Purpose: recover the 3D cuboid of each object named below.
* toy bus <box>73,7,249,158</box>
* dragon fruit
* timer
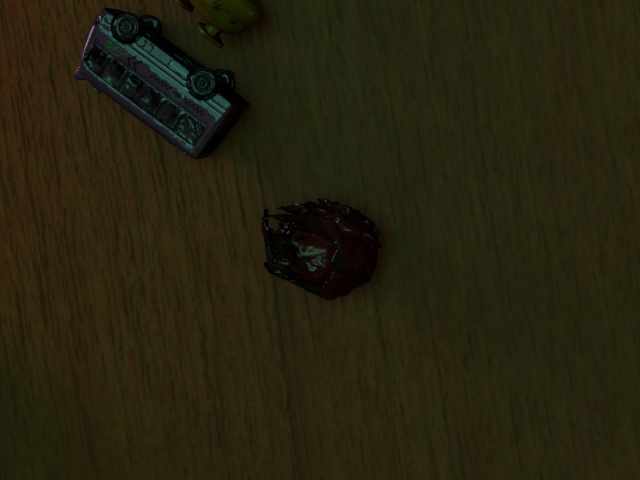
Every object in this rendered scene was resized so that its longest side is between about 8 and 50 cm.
[{"bbox_3d":[-0.189,-0.187,1.825,0.199,0.096,0.108,36,102,5],"label":"toy bus"},{"bbox_3d":[0.001,0.005,1.774,0.142,0.130,0.121,0,52,4],"label":"dragon fruit"},{"bbox_3d":[-0.108,-0.296,1.801,0.109,0.107,0.107,-42,84,13],"label":"timer"}]
